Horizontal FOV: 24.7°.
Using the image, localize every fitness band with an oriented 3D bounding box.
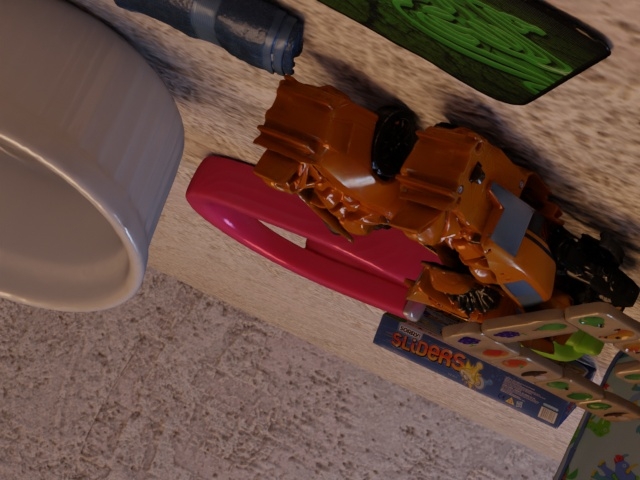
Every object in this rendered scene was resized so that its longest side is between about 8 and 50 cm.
[{"bbox_3d":[0.000,0.000,1.386,0.290,0.054,0.209,20,169,35],"label":"fitness band"}]

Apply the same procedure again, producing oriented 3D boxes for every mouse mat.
[{"bbox_3d":[0.032,-0.118,0.681,0.189,0.007,0.152,27,172,-5],"label":"mouse mat"}]

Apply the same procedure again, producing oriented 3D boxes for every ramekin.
[{"bbox_3d":[-0.239,-0.075,1.120,0.277,0.135,0.277,17,151,10],"label":"ramekin"}]

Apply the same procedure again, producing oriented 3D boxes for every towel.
[{"bbox_3d":[-0.067,-0.131,0.831,0.119,0.029,0.067,27,171,4],"label":"towel"}]

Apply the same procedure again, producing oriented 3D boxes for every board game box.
[{"bbox_3d":[0.168,0.117,1.474,0.201,0.035,0.136,24,-164,17],"label":"board game box"}]

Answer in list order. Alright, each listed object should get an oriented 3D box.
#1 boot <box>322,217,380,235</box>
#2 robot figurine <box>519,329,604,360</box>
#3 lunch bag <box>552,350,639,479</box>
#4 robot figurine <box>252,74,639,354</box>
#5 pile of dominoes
[{"bbox_3d":[0.003,-0.042,1.170,0.087,0.042,0.118,37,168,-22],"label":"boot"},{"bbox_3d":[0.169,0.053,1.117,0.101,0.067,0.115,22,177,-36],"label":"robot figurine"},{"bbox_3d":[0.281,0.206,1.182,0.176,0.219,0.090,24,172,15],"label":"lunch bag"},{"bbox_3d":[0.084,-0.006,0.943,0.211,0.085,0.291,22,171,34],"label":"robot figurine"},{"bbox_3d":[0.226,0.096,0.956,0.196,0.040,0.251,-13,154,37],"label":"pile of dominoes"}]
